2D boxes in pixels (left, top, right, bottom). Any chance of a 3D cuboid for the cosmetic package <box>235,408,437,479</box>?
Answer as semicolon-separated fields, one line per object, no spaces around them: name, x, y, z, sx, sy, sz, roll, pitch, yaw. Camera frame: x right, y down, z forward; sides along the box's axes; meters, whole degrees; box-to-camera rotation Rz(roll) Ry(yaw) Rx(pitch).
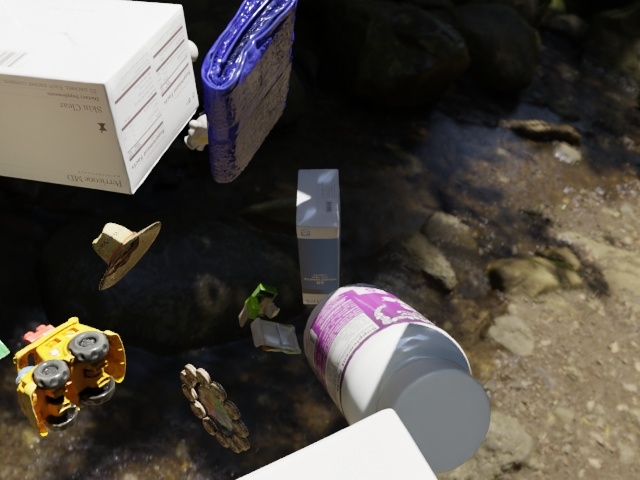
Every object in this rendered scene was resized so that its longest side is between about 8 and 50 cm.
cosmetic package;0.013;0.314;0.503;0.197;0.365;0.155;-21;47;-14

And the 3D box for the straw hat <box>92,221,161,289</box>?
straw hat;-0.315;0.006;1.037;0.061;0.144;0.144;38;43;-1

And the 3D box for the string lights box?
string lights box;0.000;0.000;1.278;0.076;0.260;0.133;0;54;2

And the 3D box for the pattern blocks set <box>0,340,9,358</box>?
pattern blocks set;-0.394;-0.018;0.602;0.285;0.325;0.026;19;51;44

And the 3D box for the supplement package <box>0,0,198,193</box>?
supplement package;-0.314;-0.185;0.812;0.262;0.145;0.204;8;43;12

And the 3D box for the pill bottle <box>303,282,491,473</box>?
pill bottle;0.092;0.170;0.876;0.169;0.169;0.301;3;11;-17

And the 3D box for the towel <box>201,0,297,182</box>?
towel;-0.125;-0.248;1.106;0.076;0.308;0.228;29;67;6

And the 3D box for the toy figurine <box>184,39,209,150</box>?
toy figurine;-0.291;-0.335;1.541;0.213;0.148;0.209;36;31;-17

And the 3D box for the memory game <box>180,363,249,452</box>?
memory game;-0.191;0.300;1.198;0.186;0.186;0.012;40;53;22

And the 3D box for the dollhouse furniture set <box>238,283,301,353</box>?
dollhouse furniture set;-0.090;0.142;1.103;0.076;0.058;0.152;17;32;-29

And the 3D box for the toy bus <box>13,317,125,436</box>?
toy bus;-0.548;0.258;1.381;0.211;0.149;0.220;22;37;25
